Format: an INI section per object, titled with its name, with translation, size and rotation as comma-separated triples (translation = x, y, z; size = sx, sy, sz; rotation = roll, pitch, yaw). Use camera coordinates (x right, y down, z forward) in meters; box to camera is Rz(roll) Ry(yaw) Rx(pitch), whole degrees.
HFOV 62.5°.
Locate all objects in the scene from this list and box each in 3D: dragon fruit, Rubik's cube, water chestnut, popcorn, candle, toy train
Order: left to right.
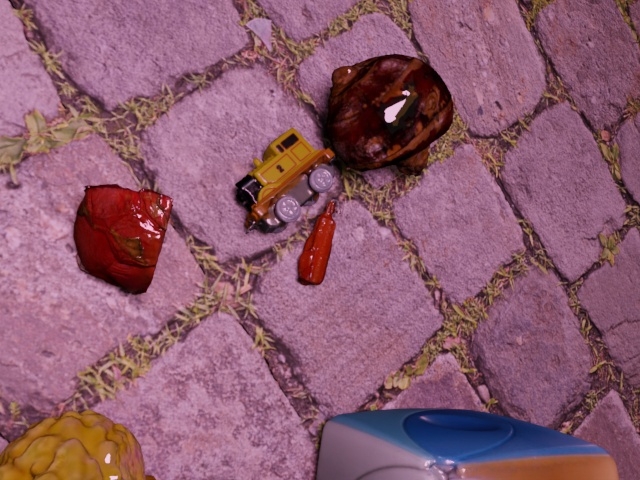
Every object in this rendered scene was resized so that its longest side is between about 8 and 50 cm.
[popcorn]
translation = -0.308, 0.344, 0.646
size = 0.212, 0.259, 0.259
rotation = -18, 92, -12
[dragon fruit]
translation = -0.278, -0.005, 0.734
size = 0.120, 0.161, 0.127
rotation = 13, 67, -26
[toy train]
translation = -0.063, -0.098, 0.887
size = 0.127, 0.089, 0.219
rotation = 48, 67, -2
[candle]
translation = 0.000, 0.000, 0.923
size = 0.053, 0.048, 0.162
rotation = 18, 75, -5
[water chestnut]
translation = 0.121, -0.206, 0.911
size = 0.223, 0.223, 0.238
rotation = -36, 111, -25
[Rubik's cube]
translation = 0.205, 0.455, 0.798
size = 0.352, 0.351, 0.347
rotation = 8, 81, -27
